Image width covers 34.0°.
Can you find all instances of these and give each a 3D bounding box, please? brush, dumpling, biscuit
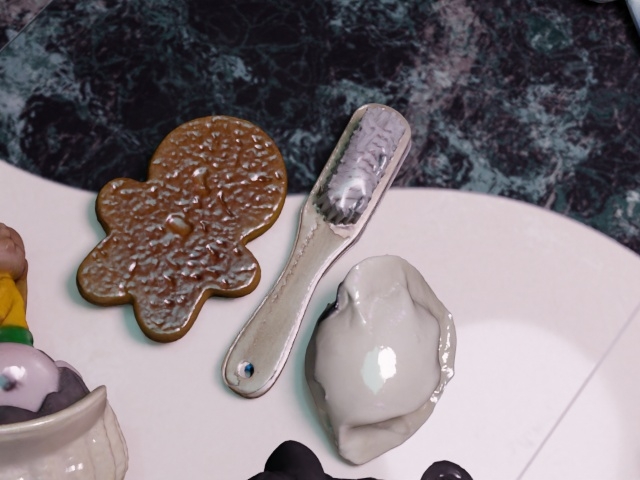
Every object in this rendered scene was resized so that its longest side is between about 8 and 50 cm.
[{"bbox_3d":[0.000,0.000,1.001,0.070,0.065,0.328,28,74,2],"label":"brush"},{"bbox_3d":[0.064,0.108,0.961,0.150,0.092,0.177,1,66,-18],"label":"dumpling"},{"bbox_3d":[-0.126,-0.018,1.008,0.179,0.039,0.236,32,72,8],"label":"biscuit"}]

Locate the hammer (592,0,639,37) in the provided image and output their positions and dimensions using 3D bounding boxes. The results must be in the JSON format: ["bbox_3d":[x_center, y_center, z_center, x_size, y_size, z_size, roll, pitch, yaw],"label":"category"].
[{"bbox_3d":[0.349,-0.237,1.105,0.116,0.069,0.194,-18,83,-10],"label":"hammer"}]

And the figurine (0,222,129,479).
[{"bbox_3d":[-0.288,0.126,0.905,0.185,0.205,0.332,-29,48,-11],"label":"figurine"}]

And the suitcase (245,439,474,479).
[{"bbox_3d":[-0.025,0.346,0.708,0.188,0.345,0.340,15,51,-28],"label":"suitcase"}]
